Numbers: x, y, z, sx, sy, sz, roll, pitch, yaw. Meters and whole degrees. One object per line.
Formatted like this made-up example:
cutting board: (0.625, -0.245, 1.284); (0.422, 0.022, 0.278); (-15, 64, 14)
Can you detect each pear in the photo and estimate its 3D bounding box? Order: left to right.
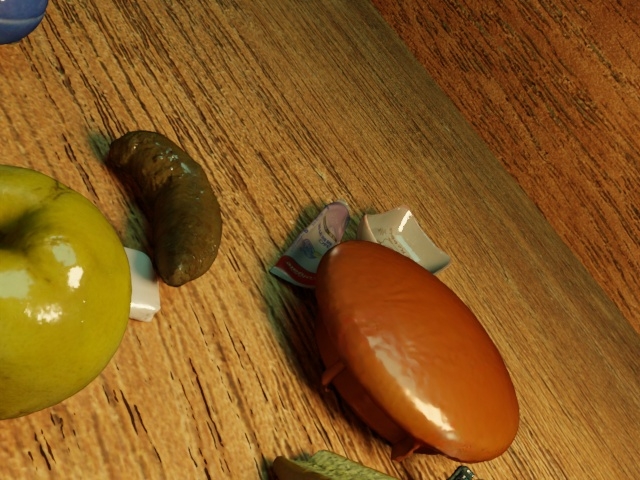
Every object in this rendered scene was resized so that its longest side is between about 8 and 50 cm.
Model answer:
pear: (-0.247, 0.046, 0.554); (0.200, 0.200, 0.200); (34, 28, -21)

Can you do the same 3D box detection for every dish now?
dish: (0.141, 0.021, 1.263); (0.151, 0.077, 0.212); (52, 27, 11)

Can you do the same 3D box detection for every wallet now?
wallet: (-0.254, 0.033, 0.730); (0.190, 0.033, 0.095); (17, 38, -42)

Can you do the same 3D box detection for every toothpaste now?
toothpaste: (0.000, 0.000, 1.130); (0.075, 0.048, 0.301); (46, 28, -8)

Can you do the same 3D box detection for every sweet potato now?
sweet potato: (-0.183, -0.042, 0.868); (0.124, 0.098, 0.310); (19, 32, -43)

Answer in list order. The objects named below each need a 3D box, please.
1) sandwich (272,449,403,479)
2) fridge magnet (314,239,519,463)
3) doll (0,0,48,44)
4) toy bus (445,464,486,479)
sandwich: (0.050, 0.296, 0.680); (0.122, 0.128, 0.235); (23, 33, -52)
fridge magnet: (0.130, 0.150, 0.970); (0.364, 0.155, 0.363); (34, 28, -20)
doll: (-0.457, -0.316, 0.803); (0.243, 0.159, 0.311); (37, 30, -17)
toy bus: (0.194, 0.372, 0.814); (0.194, 0.089, 0.087); (52, 26, 16)
